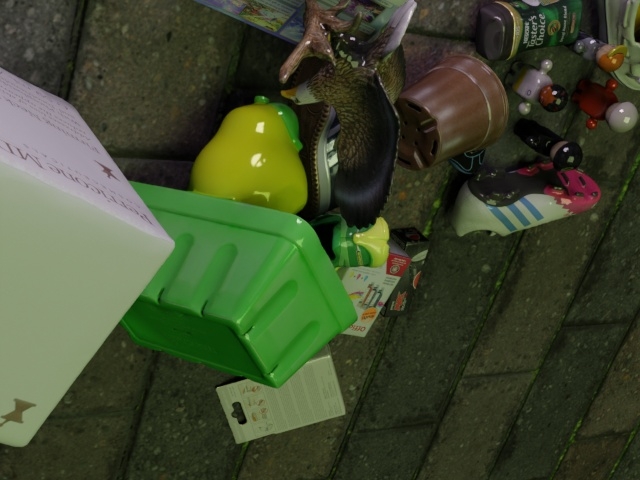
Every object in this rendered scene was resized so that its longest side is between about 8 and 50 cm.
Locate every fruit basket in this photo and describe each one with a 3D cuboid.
[{"bbox_3d":[-0.121,-0.011,1.526,0.392,0.392,0.283,-34,134,-8],"label":"fruit basket"}]

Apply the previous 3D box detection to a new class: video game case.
[{"bbox_3d":[-0.004,-0.375,1.403,0.270,0.061,0.244,18,142,-33],"label":"video game case"}]

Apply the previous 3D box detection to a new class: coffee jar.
[{"bbox_3d":[0.350,-0.366,1.736,0.184,0.079,0.096,-18,130,-22],"label":"coffee jar"}]

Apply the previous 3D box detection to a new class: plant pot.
[{"bbox_3d":[0.189,-0.197,1.657,0.165,0.167,0.167,-32,138,-40],"label":"plant pot"}]

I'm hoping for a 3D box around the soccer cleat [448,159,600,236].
[{"bbox_3d":[0.387,-0.074,1.969,0.331,0.116,0.143,-3,141,-31],"label":"soccer cleat"}]

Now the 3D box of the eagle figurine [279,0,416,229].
[{"bbox_3d":[0.049,-0.198,1.442,0.226,0.225,0.298,-43,128,-13],"label":"eagle figurine"}]

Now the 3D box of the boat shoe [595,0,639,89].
[{"bbox_3d":[0.594,-0.360,1.821,0.136,0.156,0.367,-36,145,-1],"label":"boat shoe"}]

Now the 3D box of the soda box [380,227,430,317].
[{"bbox_3d":[0.150,0.061,1.931,0.060,0.053,0.168,-5,124,-31],"label":"soda box"}]

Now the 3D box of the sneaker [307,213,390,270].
[{"bbox_3d":[0.000,0.000,1.661,0.124,0.295,0.109,7,80,-26],"label":"sneaker"}]

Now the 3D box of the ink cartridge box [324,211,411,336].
[{"bbox_3d":[0.044,0.062,1.809,0.128,0.127,0.176,13,114,-40],"label":"ink cartridge box"}]

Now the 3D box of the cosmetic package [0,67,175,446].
[{"bbox_3d":[-0.451,-0.025,1.228,0.329,0.393,0.327,30,102,-44],"label":"cosmetic package"}]

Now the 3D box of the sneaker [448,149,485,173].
[{"bbox_3d":[0.261,-0.198,1.790,0.081,0.090,0.232,-30,133,-12],"label":"sneaker"}]

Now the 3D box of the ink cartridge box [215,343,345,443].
[{"bbox_3d":[-0.076,0.292,1.966,0.225,0.056,0.181,-14,131,-1],"label":"ink cartridge box"}]

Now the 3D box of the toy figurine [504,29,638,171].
[{"bbox_3d":[0.455,-0.254,1.838,0.213,0.148,0.209,-31,134,-10],"label":"toy figurine"}]

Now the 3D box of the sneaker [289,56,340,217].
[{"bbox_3d":[0.036,-0.181,1.650,0.153,0.099,0.282,-16,124,-33],"label":"sneaker"}]
